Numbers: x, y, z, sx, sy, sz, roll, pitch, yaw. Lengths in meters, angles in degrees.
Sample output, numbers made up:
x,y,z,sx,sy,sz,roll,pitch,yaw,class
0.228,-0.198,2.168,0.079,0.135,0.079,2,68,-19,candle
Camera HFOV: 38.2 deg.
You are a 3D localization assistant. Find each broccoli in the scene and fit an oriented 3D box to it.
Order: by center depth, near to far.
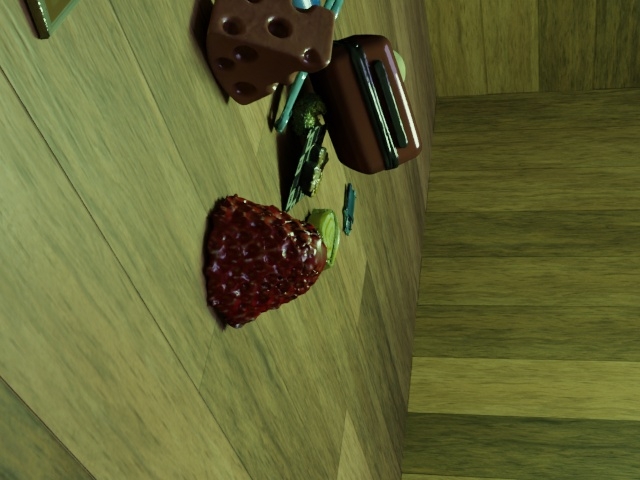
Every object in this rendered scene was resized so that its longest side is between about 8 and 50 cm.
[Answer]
x,y,z,sx,sy,sz,roll,pitch,yaw,class
-0.021,-0.265,1.992,0.092,0.095,0.097,46,7,-34,broccoli

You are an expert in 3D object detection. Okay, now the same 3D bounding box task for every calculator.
x,y,z,sx,sy,sz,roll,pitch,yaw,class
0.078,-0.083,2.523,0.094,0.019,0.141,57,37,-65,calculator

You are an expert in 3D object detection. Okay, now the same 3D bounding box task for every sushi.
x,y,z,sx,sy,sz,roll,pitch,yaw,class
-0.011,-0.154,1.987,0.210,0.040,0.192,-48,157,-71,sushi

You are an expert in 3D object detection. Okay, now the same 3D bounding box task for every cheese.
x,y,z,sx,sy,sz,roll,pitch,yaw,class
-0.101,-0.321,1.554,0.177,0.203,0.128,129,-30,-59,cheese

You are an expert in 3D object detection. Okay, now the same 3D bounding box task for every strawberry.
x,y,z,sx,sy,sz,roll,pitch,yaw,class
-0.083,0.038,1.554,0.234,0.178,0.233,0,90,-69,strawberry

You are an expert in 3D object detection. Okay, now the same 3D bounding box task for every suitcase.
x,y,z,sx,sy,sz,roll,pitch,yaw,class
0.093,-0.304,2.046,0.236,0.161,0.297,-140,-151,-70,suitcase

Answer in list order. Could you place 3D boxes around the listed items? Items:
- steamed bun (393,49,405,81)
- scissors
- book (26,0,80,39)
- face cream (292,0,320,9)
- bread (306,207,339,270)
x,y,z,sx,sy,sz,roll,pitch,yaw,class
0.088,-0.383,2.265,0.225,0.200,0.170,-33,132,-58,steamed bun
-0.027,-0.376,1.937,0.180,0.032,0.392,-45,-158,54,scissors
-0.289,-0.359,1.040,0.241,0.018,0.170,-75,160,-48,book
-0.051,-0.577,1.874,0.149,0.083,0.263,-62,149,-68,face cream
0.000,0.000,2.110,0.156,0.064,0.117,-68,149,-55,bread
